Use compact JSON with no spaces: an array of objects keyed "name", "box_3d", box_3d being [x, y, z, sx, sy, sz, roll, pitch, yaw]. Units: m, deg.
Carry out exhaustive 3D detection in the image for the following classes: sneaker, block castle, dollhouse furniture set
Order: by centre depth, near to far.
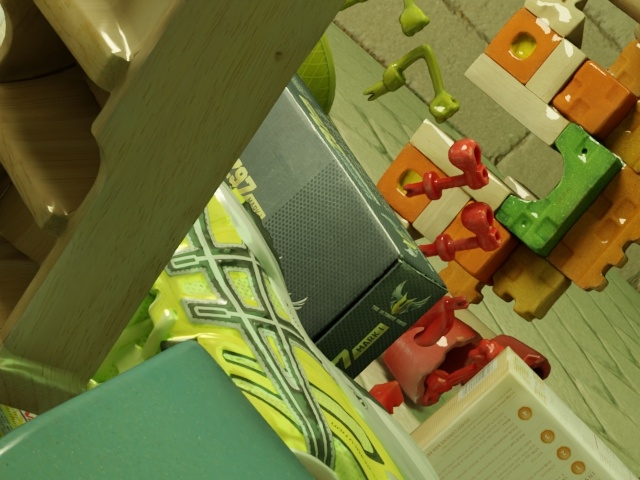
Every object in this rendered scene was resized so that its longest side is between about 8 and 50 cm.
[{"name":"dollhouse furniture set","box_3d":[-0.219,-0.123,0.660,0.394,0.256,0.362,24,16,-39]},{"name":"sneaker","box_3d":[-0.069,0.068,0.887,0.384,0.145,0.147,45,12,-1]},{"name":"block castle","box_3d":[0.240,-0.038,1.525,0.213,0.453,0.303,43,9,25]}]

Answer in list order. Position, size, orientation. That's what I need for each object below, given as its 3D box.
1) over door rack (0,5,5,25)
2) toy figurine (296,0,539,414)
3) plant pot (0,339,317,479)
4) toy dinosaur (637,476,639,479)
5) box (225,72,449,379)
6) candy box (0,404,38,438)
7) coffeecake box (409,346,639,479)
[{"name":"over door rack","box_3d":[-0.178,-0.144,1.321,0.239,0.108,0.324,42,28,-19]},{"name":"toy figurine","box_3d":[0.000,0.000,1.161,0.217,0.191,0.363,-45,122,-57]},{"name":"plant pot","box_3d":[-0.090,0.159,0.501,0.165,0.166,0.234,48,19,11]},{"name":"toy dinosaur","box_3d":[0.262,0.242,1.652,0.112,0.064,0.211,30,1,8]},{"name":"box","box_3d":[-0.047,0.008,1.050,0.059,0.183,0.233,33,19,-48]},{"name":"candy box","box_3d":[-0.198,0.043,0.804,0.206,0.027,0.105,53,11,28]},{"name":"coffeecake box","box_3d":[0.150,0.196,1.196,0.185,0.142,0.068,46,13,-5]}]
